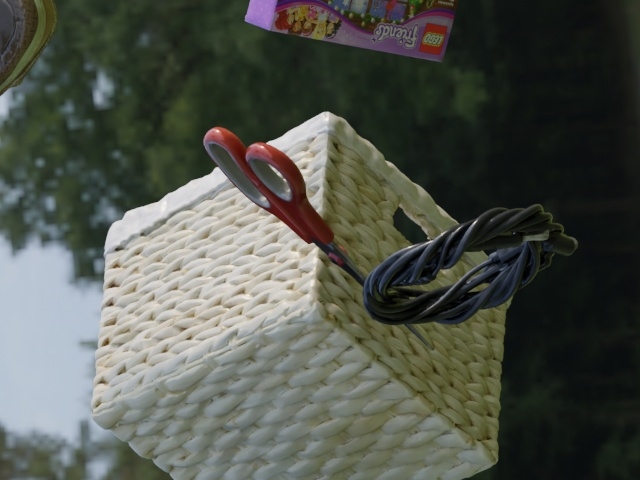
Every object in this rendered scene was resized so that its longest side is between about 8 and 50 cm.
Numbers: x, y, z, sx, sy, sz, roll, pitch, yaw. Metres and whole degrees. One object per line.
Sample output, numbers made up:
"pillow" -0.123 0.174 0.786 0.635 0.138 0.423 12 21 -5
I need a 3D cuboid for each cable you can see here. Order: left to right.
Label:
"cable" 0.111 0.027 1.540 0.150 0.184 0.047 12 -124 -59

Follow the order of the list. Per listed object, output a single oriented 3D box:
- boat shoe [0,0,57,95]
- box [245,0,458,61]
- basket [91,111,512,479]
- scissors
"boat shoe" -0.202 -0.107 1.113 0.072 0.190 0.068 -11 -98 -44
"box" 0.057 -0.342 2.368 0.293 0.057 0.201 5 -75 -40
"basket" -0.023 0.107 1.971 0.328 0.331 0.266 42 -142 -32
"scissors" 0.000 0.000 1.749 0.297 0.109 0.021 49 -115 -35
